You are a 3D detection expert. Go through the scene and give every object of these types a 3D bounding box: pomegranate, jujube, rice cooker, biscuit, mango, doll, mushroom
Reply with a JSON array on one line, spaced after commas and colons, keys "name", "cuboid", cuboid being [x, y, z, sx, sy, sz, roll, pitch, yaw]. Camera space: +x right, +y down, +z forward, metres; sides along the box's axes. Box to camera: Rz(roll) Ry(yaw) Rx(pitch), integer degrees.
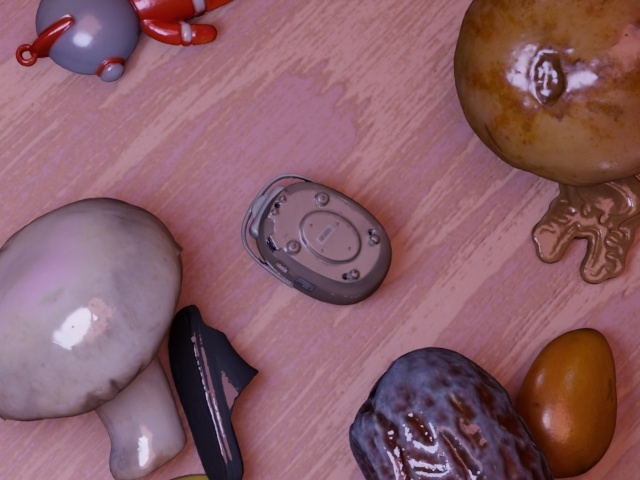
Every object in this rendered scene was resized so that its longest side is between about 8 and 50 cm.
[{"name": "pomegranate", "cuboid": [0.354, -0.231, 1.723, 0.338, 0.338, 0.338, 1, 80, -5]}, {"name": "jujube", "cuboid": [0.167, 0.283, 1.635, 0.215, 0.246, 0.308, -27, 93, -6]}, {"name": "rice cooker", "cuboid": [0.000, 0.000, 1.732, 0.206, 0.127, 0.145, 32, 78, -7]}, {"name": "biscuit", "cuboid": [0.397, -0.058, 1.826, 0.144, 0.040, 0.236, 27, 81, -5]}, {"name": "mango", "cuboid": [0.333, 0.211, 1.730, 0.145, 0.112, 0.219, 37, 59, -25]}, {"name": "doll", "cuboid": [-0.266, -0.320, 1.783, 0.336, 0.105, 0.200, -31, 86, -17]}, {"name": "mushroom", "cuboid": [-0.312, 0.119, 1.604, 0.315, 0.315, 0.356, 8, 90, -4]}]

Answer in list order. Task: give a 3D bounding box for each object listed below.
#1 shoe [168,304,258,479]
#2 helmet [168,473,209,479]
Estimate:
[{"name": "shoe", "cuboid": [-0.127, 0.200, 1.701, 0.093, 0.108, 0.241, -11, 79, -27]}, {"name": "helmet", "cuboid": [-0.150, 0.428, 1.639, 0.205, 0.140, 0.257, 0, 82, -5]}]
